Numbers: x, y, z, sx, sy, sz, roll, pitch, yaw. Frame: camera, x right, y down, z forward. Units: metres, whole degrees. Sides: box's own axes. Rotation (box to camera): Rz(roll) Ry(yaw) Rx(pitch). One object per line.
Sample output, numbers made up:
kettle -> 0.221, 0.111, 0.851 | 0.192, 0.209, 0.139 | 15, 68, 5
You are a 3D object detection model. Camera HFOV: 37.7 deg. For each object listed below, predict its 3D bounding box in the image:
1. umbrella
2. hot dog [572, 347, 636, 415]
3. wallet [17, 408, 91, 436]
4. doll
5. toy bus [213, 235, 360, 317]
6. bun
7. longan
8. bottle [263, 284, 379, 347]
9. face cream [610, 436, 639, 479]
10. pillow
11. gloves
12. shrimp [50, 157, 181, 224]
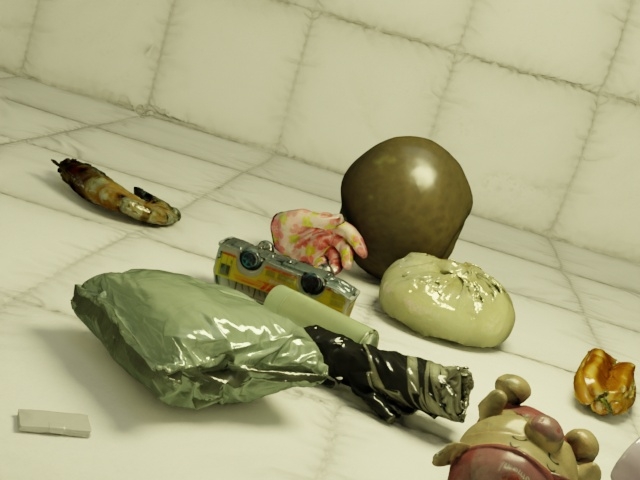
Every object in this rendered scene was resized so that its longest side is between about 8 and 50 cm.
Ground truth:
umbrella -> 0.058, 0.199, 1.431 | 0.357, 0.106, 0.113 | 14, 2, 23
hot dog -> 0.528, 0.260, 1.727 | 0.115, 0.072, 0.269 | 21, 13, 21
wallet -> -0.308, 0.211, 1.088 | 0.083, 0.011, 0.044 | 11, 15, -23
doll -> 0.255, 0.279, 1.175 | 0.196, 0.152, 0.256 | 7, 14, 21
toy bus -> -0.065, 0.078, 1.701 | 0.268, 0.106, 0.092 | 21, 14, 11
bun -> 0.261, 0.106, 1.879 | 0.287, 0.146, 0.287 | 18, 13, -4
longan -> 0.181, -0.060, 2.052 | 0.288, 0.350, 0.288 | 7, 34, -5
bottle -> -0.001, 0.144, 1.581 | 0.201, 0.072, 0.072 | 25, 16, 32
face cream -> 0.524, 0.378, 1.253 | 0.154, 0.096, 0.274 | 4, 31, -50
pillow -> -0.162, 0.130, 1.309 | 0.283, 0.138, 0.310 | 6, 14, -39
gloves -> 0.006, -0.001, 2.010 | 0.241, 0.145, 0.126 | 14, 12, 27
shrimp -> -0.454, -0.109, 2.108 | 0.365, 0.071, 0.233 | 28, 8, 42
